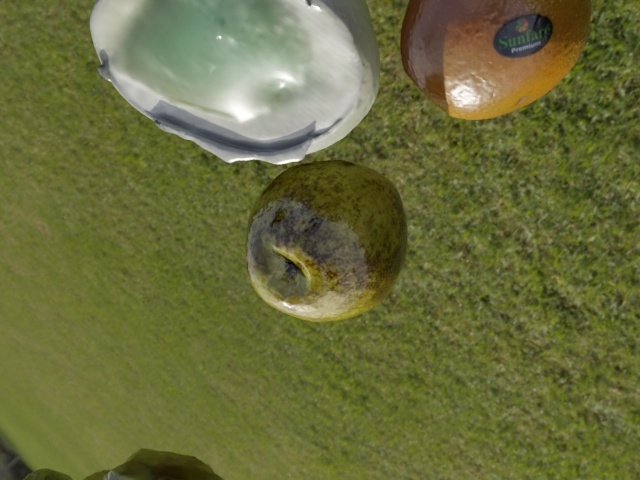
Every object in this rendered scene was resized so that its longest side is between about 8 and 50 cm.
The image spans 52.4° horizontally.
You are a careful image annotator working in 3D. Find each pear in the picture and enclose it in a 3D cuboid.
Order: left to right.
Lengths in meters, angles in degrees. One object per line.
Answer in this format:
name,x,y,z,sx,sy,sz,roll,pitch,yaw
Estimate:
pear,0.000,0.000,0.765,0.197,0.197,0.197,31,146,24

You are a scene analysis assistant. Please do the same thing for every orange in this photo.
orange,0.183,-0.227,0.696,0.206,0.206,0.206,31,146,24

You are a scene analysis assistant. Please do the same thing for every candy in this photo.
candy,-0.111,-0.300,0.951,0.426,0.186,0.386,32,132,-4

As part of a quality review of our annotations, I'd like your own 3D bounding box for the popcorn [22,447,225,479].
popcorn,-0.203,0.330,0.650,0.276,0.276,0.226,27,117,29
